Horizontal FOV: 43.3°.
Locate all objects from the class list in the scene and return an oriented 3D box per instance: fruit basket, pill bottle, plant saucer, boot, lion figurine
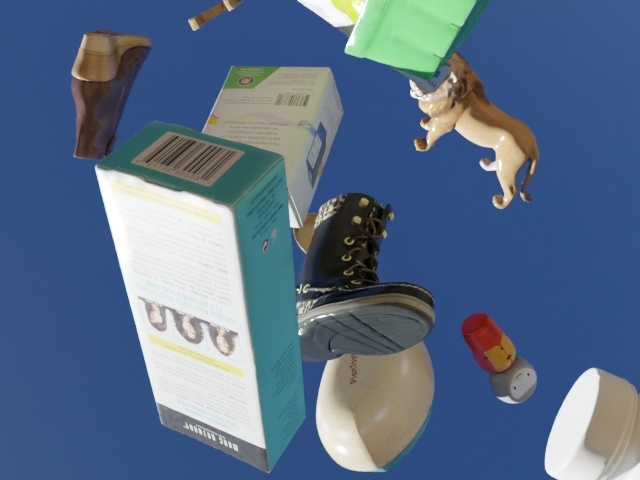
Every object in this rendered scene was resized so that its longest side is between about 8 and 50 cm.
[{"bbox_3d":[0.052,-0.370,0.916,0.353,0.327,0.165,42,-121,9],"label":"fruit basket"},{"bbox_3d":[0.279,0.175,0.585,0.209,0.117,0.117,25,-119,5],"label":"pill bottle"},{"bbox_3d":[0.000,0.000,1.074,0.084,0.015,0.083,16,-135,-17],"label":"plant saucer"},{"bbox_3d":[0.040,0.024,0.816,0.085,0.236,0.178,32,-118,-23],"label":"boot"},{"bbox_3d":[-0.364,-0.253,1.385,0.090,0.248,0.206,11,-75,5],"label":"boot"},{"bbox_3d":[0.343,-0.243,1.713,0.392,0.240,0.142,30,-128,-4],"label":"lion figurine"}]

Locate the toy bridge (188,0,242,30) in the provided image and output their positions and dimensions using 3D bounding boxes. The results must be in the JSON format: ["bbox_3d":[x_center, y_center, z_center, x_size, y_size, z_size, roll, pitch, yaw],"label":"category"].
[{"bbox_3d":[-0.173,-0.477,1.602,0.026,0.188,0.063,59,-158,-18],"label":"toy bridge"}]

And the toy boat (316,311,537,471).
[{"bbox_3d":[0.144,0.217,1.167,0.148,0.318,0.267,53,-155,-24],"label":"toy boat"}]

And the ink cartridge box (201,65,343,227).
[{"bbox_3d":[-0.074,-0.131,1.095,0.155,0.093,0.212,5,-124,20],"label":"ink cartridge box"}]

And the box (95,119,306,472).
[{"bbox_3d":[-0.071,0.046,0.546,0.101,0.244,0.060,18,-136,23],"label":"box"}]
